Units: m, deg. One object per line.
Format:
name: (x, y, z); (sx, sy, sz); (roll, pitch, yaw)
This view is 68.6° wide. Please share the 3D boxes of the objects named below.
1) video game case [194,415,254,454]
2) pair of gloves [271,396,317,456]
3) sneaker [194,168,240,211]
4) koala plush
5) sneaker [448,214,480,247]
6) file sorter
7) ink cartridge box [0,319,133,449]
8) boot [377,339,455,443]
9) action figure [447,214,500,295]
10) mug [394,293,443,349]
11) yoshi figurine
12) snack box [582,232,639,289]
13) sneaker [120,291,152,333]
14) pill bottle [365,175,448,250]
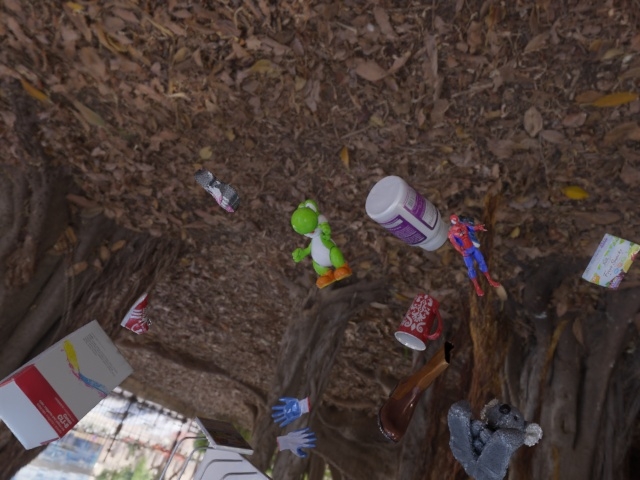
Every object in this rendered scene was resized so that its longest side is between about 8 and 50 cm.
video game case: (-0.198, 0.397, 0.957); (0.087, 0.011, 0.122); (27, 173, -33)
pair of gloves: (-0.090, 0.623, 1.572); (0.159, 0.199, 0.023); (-22, 155, 25)
sneaker: (-0.335, -0.169, 1.560); (0.178, 0.072, 0.077); (47, 175, -5)
koala plush: (0.481, 0.526, 1.289); (0.196, 0.221, 0.204); (19, 120, 44)
sneaker: (0.533, -0.041, 1.693); (0.058, 0.085, 0.152); (20, -163, -31)
file sorter: (-0.301, 0.701, 1.317); (0.277, 0.193, 0.173); (20, 170, 37)
ink cartridge box: (-0.461, 0.253, 0.840); (0.128, 0.176, 0.127); (-26, 102, 32)
boot: (0.307, 0.459, 1.428); (0.096, 0.264, 0.280); (43, 118, 10)
action figure: (0.489, 0.044, 1.482); (0.281, 0.091, 0.139); (61, 179, -7)
mug: (0.360, 0.285, 1.630); (0.150, 0.169, 0.113); (16, 149, 27)
yoshi figurine: (-0.021, 0.007, 1.914); (0.203, 0.363, 0.203); (-22, 173, -12)
snack box: (0.819, 0.060, 1.321); (0.100, 0.141, 0.037); (16, -164, -13)
sneaker: (-0.445, 0.185, 1.178); (0.067, 0.042, 0.118); (36, 111, -8)
pill bottle: (0.313, -0.084, 1.646); (0.301, 0.170, 0.169); (33, 149, -33)
